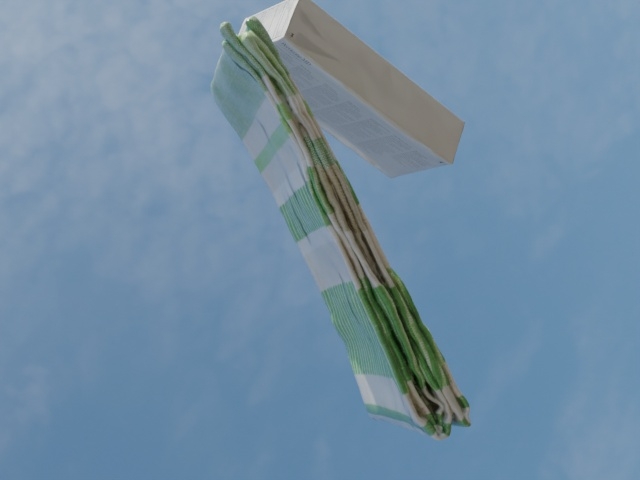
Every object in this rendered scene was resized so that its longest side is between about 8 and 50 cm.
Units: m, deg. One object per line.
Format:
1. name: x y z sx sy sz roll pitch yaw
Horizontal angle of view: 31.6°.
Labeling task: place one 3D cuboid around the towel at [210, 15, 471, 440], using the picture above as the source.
1. towel: 0.000 0.000 0.880 0.038 0.248 0.324 -28 -91 -10

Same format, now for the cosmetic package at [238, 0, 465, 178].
1. cosmetic package: 0.031 -0.153 1.161 0.239 0.099 0.060 33 -114 -31
